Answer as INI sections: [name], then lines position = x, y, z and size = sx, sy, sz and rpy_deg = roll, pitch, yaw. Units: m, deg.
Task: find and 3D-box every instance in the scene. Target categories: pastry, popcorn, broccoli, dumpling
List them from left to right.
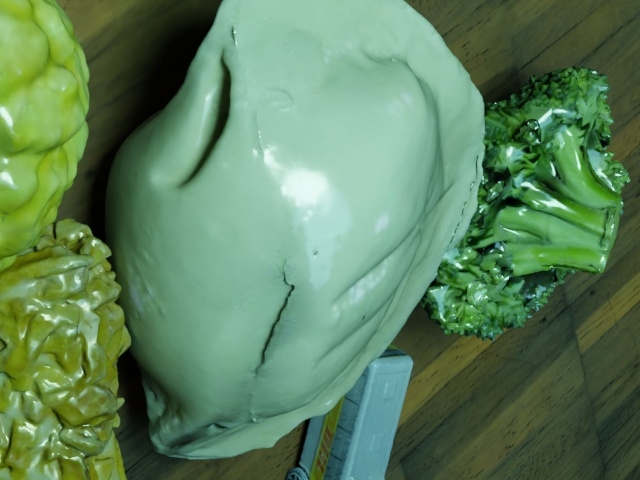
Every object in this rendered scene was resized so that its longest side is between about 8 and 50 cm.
[popcorn]
position = -0.244, -0.070, 0.840
size = 0.225, 0.249, 0.249
rpy_deg = -63, 154, -61
[pastry]
position = -0.206, 0.094, 1.019
size = 0.154, 0.102, 0.250
rpy_deg = -1, 108, 2
[dumpling]
position = 0.000, 0.000, 1.096
size = 0.315, 0.233, 0.395
rpy_deg = -7, 121, -33
[broccoli]
position = 0.169, -0.029, 1.279
size = 0.198, 0.176, 0.226
rpy_deg = 61, 30, -44

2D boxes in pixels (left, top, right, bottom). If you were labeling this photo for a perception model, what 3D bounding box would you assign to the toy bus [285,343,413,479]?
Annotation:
[toy bus]
position = 0.024, 0.176, 1.307
size = 0.064, 0.075, 0.191
rpy_deg = 0, 107, -44
